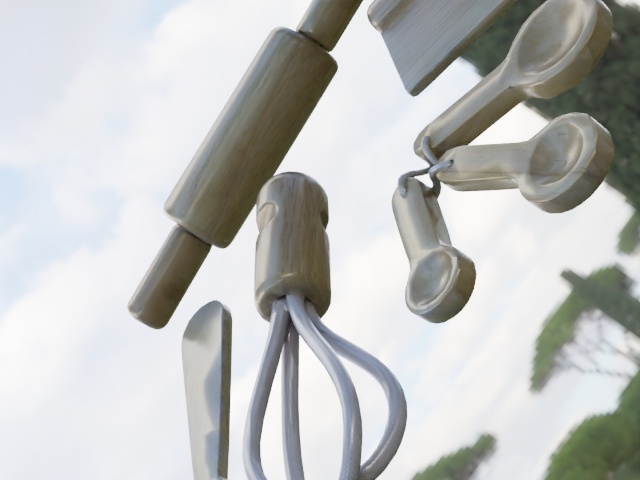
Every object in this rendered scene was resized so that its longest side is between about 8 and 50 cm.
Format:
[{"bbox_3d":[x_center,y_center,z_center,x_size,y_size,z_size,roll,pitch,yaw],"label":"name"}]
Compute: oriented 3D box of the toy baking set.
[{"bbox_3d":[-0.002,-0.003,0.499,0.030,0.197,0.256,32,-87,-29],"label":"toy baking set"}]
